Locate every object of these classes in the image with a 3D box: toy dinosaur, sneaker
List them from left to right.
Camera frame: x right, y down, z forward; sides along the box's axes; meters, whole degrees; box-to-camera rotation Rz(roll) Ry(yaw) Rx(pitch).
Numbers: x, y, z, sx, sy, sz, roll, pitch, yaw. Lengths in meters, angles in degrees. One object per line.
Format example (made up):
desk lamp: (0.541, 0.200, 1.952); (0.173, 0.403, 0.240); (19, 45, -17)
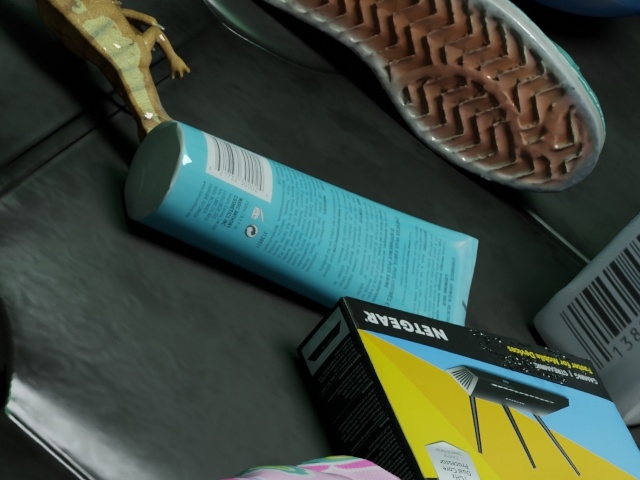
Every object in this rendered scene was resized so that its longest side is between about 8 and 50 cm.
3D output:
toy dinosaur: (-0.129, -0.126, 0.969); (0.211, 0.064, 0.112); (43, 29, 6)
sneaker: (0.065, -0.155, 1.196); (0.302, 0.108, 0.121); (39, 32, 1)

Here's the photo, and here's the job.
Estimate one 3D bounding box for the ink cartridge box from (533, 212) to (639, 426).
ink cartridge box: (0.345, -0.027, 1.139); (0.385, 0.308, 0.091); (-3, 50, -52)

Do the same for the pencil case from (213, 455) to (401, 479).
pencil case: (-0.080, 0.129, 0.606); (0.284, 0.124, 0.124); (5, 44, -46)

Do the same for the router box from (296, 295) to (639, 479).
router box: (0.087, 0.104, 0.916); (0.179, 0.046, 0.133); (15, 37, -38)

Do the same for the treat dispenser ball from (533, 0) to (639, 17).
treat dispenser ball: (0.221, -0.314, 1.422); (0.288, 0.288, 0.288); (29, 30, -19)

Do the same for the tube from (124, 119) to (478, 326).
tube: (0.000, 0.000, 0.957); (0.207, 0.052, 0.080); (24, 67, -30)
